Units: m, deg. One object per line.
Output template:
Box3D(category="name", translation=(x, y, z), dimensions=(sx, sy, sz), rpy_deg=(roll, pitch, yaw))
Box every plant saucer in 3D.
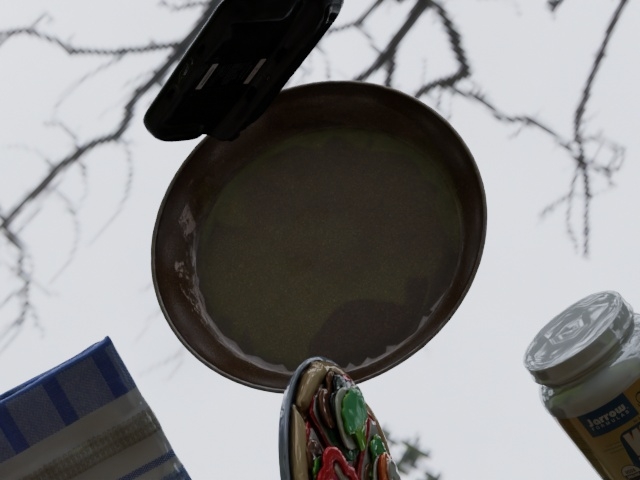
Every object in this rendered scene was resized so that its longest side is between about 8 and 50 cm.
Box3D(category="plant saucer", translation=(0.000, 0.000, 1.485), dimensions=(0.310, 0.310, 0.050), rpy_deg=(14, -21, 21))

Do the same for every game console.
Box3D(category="game console", translation=(-0.038, -0.174, 1.191), dimensions=(0.361, 0.213, 0.044), rpy_deg=(-48, -128, 49))

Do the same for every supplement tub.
Box3D(category="supplement tub", translation=(0.313, 0.164, 1.680), dimensions=(0.144, 0.144, 0.199), rpy_deg=(-27, -71, 43))

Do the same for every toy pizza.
Box3D(category="toy pizza", translation=(0.025, 0.180, 1.192), dimensions=(0.032, 0.201, 0.201), rpy_deg=(-15, -62, 21))

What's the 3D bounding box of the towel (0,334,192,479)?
Box3D(category="towel", translation=(-0.227, 0.264, 1.607), dimensions=(0.285, 0.209, 0.034), rpy_deg=(63, -13, -8))
